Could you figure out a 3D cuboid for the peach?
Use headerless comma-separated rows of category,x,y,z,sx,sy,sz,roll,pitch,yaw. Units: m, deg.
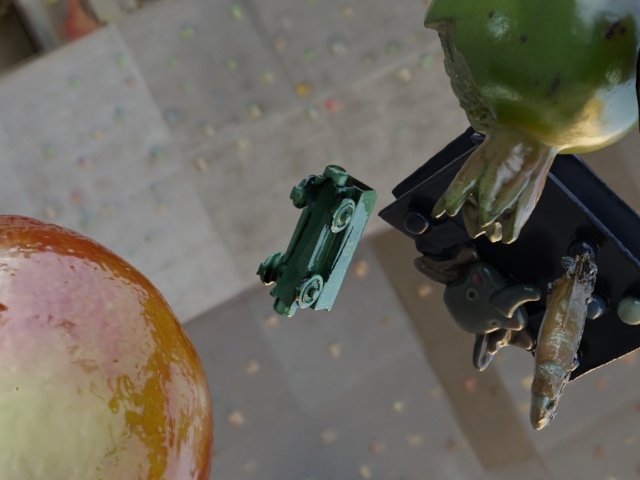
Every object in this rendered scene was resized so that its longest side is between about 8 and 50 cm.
peach,-0.240,0.140,1.433,0.242,0.306,0.380,86,-7,-46

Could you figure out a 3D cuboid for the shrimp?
shrimp,0.212,0.084,1.609,0.043,0.184,0.091,15,-25,9

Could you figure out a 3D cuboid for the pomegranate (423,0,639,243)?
pomegranate,0.206,-0.143,1.709,0.236,0.302,0.236,15,-12,3

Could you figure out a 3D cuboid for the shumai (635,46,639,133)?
shumai,0.359,-0.129,1.483,0.283,0.346,0.217,29,5,35

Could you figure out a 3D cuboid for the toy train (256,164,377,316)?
toy train,0.000,0.000,1.889,0.070,0.099,0.172,33,-69,28

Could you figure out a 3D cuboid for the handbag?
handbag,0.241,0.025,2.119,0.325,0.118,0.269,43,-47,-11
